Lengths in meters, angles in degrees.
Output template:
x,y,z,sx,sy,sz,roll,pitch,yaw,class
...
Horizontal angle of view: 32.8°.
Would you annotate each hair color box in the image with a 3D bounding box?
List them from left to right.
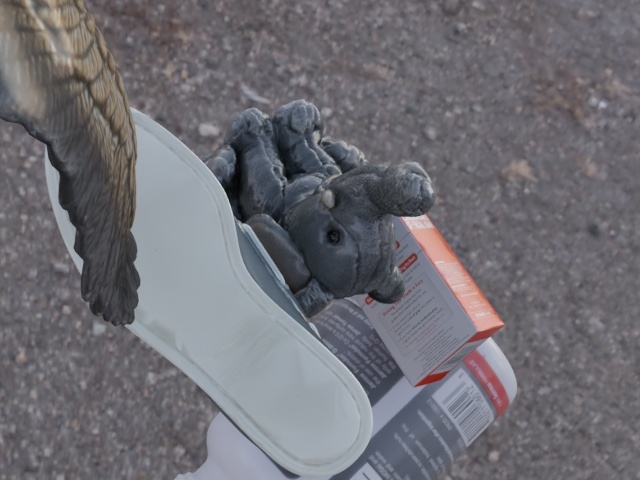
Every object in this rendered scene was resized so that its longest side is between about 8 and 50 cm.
x,y,z,sx,sy,sz,roll,pitch,yaw,class
0.084,0.041,1.023,0.053,0.093,0.167,-5,56,-52,hair color box

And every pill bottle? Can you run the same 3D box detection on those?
x,y,z,sx,sy,sz,roll,pitch,yaw,class
0.013,0.209,1.147,0.363,0.210,0.210,-42,69,-10,pill bottle

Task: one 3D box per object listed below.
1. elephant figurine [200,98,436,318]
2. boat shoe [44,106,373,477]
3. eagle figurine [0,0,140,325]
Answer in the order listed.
x,y,z,sx,sy,sz,roll,pitch,yaw,class
0.000,0.000,0.885,0.169,0.186,0.239,-41,44,-2,elephant figurine
-0.086,0.038,0.800,0.116,0.099,0.319,-40,91,-6,boat shoe
-0.104,-0.121,0.396,0.298,0.226,0.225,31,34,-43,eagle figurine
